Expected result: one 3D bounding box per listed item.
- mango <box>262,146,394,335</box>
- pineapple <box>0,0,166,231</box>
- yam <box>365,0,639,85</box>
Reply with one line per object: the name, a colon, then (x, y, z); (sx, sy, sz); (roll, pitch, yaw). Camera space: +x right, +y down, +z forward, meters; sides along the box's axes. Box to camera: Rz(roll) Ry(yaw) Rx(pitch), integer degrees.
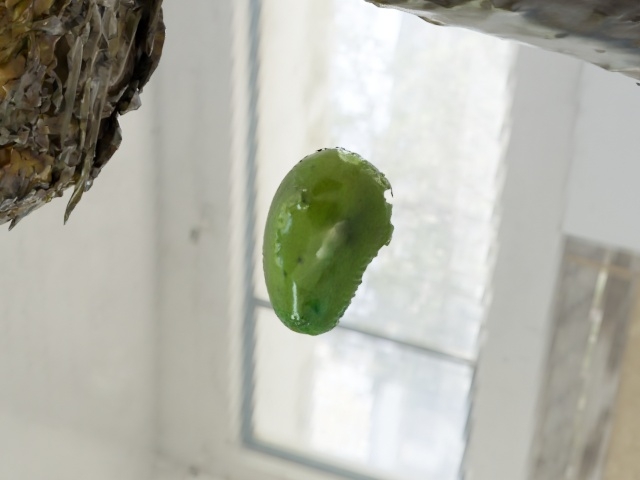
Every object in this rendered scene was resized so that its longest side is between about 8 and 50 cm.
mango: (-0.001, 0.000, 1.578); (0.100, 0.119, 0.178); (14, -87, -34)
pineapple: (-0.259, -0.159, 1.013); (0.352, 0.300, 0.352); (17, -90, -77)
yam: (0.105, -0.098, 0.455); (0.279, 0.131, 0.131); (6, -80, -36)
